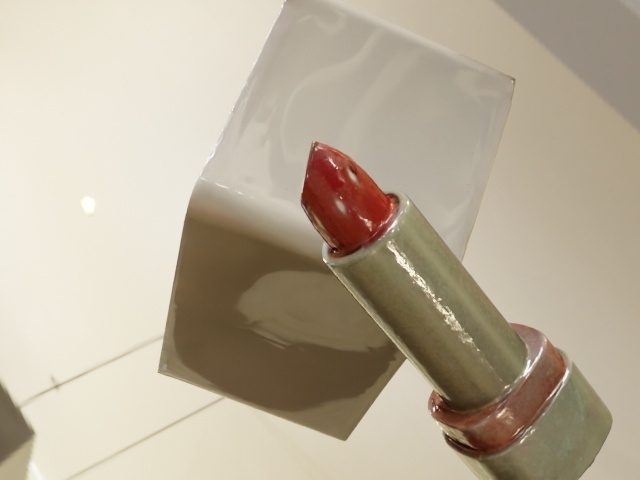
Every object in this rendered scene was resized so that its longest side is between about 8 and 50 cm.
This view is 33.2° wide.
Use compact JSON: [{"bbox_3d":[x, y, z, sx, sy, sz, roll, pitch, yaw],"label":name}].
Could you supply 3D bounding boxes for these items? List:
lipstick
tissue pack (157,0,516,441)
[{"bbox_3d":[0.047,0.029,0.445,0.186,0.063,0.057,50,-17,-23],"label":"lipstick"},{"bbox_3d":[0.001,-0.001,0.642,0.136,0.159,0.246,23,-30,-1],"label":"tissue pack"}]
